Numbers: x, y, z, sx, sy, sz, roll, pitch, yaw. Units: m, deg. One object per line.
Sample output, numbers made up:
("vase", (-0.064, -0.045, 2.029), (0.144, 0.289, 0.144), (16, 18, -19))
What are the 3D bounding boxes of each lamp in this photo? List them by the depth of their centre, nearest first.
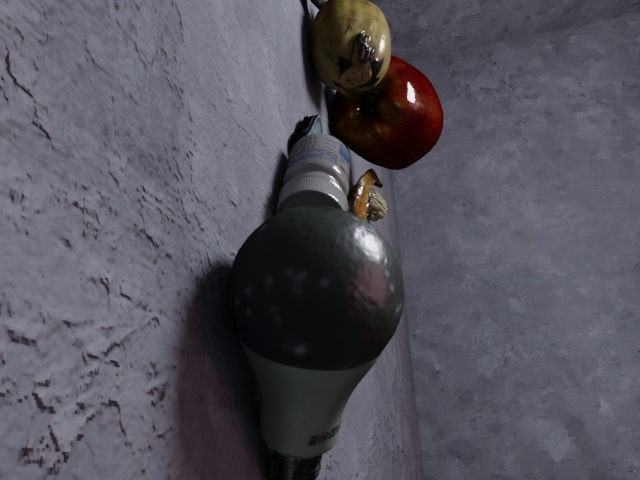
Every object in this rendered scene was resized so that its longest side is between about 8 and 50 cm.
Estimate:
("lamp", (0.004, 0.116, 0.552), (0.182, 0.182, 0.313), (-67, 151, -66))

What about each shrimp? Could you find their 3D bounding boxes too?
("shrimp", (0.129, -0.066, 1.382), (0.290, 0.054, 0.222), (71, 33, -50))

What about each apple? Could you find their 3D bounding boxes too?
("apple", (0.176, -0.340, 1.351), (0.317, 0.289, 0.287), (8, 74, -63))

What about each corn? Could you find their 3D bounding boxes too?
("corn", (0.156, -0.119, 1.565), (0.211, 0.087, 0.086), (45, 39, -70))

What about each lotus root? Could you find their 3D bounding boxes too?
("lotus root", (0.069, -0.472, 1.158), (0.182, 0.183, 0.309), (62, 26, -57))

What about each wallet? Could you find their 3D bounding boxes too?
("wallet", (-0.007, -0.115, 0.954), (0.167, 0.036, 0.221), (-74, 154, -61))

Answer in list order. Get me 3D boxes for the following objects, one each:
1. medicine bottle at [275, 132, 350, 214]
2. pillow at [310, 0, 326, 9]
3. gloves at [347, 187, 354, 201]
("medicine bottle", (-0.007, -0.083, 0.777), (0.168, 0.105, 0.105), (-82, 160, -49))
("pillow", (-0.028, -0.659, 1.144), (0.169, 0.060, 0.254), (47, 36, -78))
("gloves", (0.090, -0.125, 1.377), (0.044, 0.038, 0.081), (-67, 168, 1))
